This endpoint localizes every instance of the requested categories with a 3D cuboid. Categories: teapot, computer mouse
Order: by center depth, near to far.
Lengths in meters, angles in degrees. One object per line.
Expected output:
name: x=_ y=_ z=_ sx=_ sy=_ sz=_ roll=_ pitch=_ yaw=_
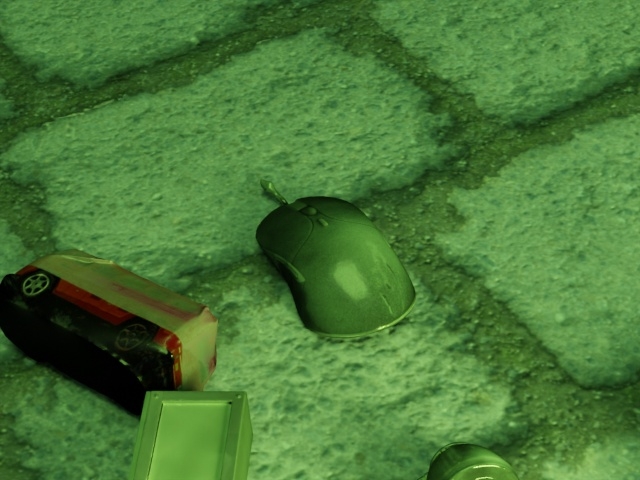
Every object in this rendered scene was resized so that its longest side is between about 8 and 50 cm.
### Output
teapot: x=0.164 y=0.304 z=1.917 sx=0.111 sy=0.149 sz=0.108 roll=26 pitch=14 yaw=-22
computer mouse: x=0.000 y=0.000 z=2.260 sx=0.167 sy=0.090 sz=0.379 roll=-22 pitch=43 yaw=-20

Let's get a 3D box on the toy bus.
toy bus: x=-0.280 y=0.116 z=2.130 sx=0.303 sy=0.127 sz=0.147 roll=24 pitch=44 yaw=30

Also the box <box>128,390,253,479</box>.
box: x=-0.160 y=0.291 z=1.953 sx=0.130 sy=0.086 sz=0.225 roll=0 pitch=43 yaw=5
